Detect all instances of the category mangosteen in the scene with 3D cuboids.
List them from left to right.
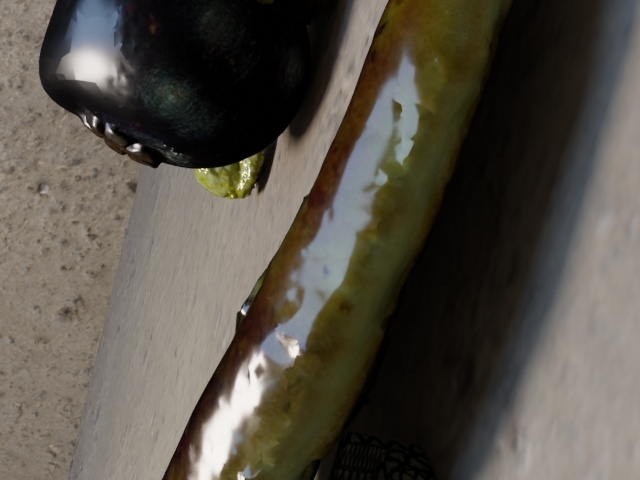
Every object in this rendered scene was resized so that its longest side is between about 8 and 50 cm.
[{"bbox_3d":[-0.099,-0.168,0.968,0.243,0.243,0.242,-168,90,-77],"label":"mangosteen"}]

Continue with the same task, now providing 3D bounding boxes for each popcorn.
[{"bbox_3d":[-0.077,-0.066,1.096,0.083,0.068,0.059,-16,93,47],"label":"popcorn"}]

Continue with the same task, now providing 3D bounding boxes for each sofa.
[{"bbox_3d":[0.028,0.130,0.492,0.118,0.039,0.060,-114,39,-69],"label":"sofa"}]

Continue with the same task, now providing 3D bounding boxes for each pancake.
[{"bbox_3d":[-0.001,0.004,0.588,0.426,0.067,0.304,115,174,-46],"label":"pancake"}]
